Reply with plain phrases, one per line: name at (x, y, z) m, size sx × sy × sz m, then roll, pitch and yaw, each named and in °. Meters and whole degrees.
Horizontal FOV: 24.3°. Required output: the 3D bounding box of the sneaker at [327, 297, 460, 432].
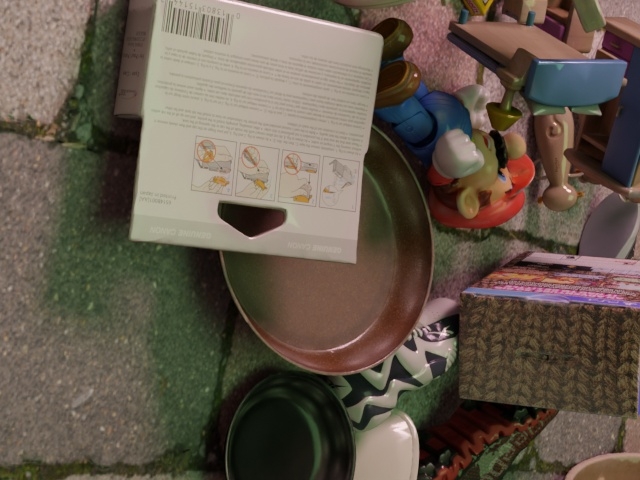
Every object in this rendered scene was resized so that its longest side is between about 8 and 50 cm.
sneaker at (0.087, 0.109, 1.829) m, size 0.235 × 0.094 × 0.153 m, roll -36°, pitch 131°, yaw -27°

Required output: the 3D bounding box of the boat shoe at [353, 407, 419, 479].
boat shoe at (0.035, 0.360, 1.843) m, size 0.099 × 0.116 × 0.320 m, roll 112°, pitch -3°, yaw -70°

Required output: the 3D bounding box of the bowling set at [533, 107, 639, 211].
bowling set at (0.451, -0.134, 2.127) m, size 0.200 × 0.287 × 0.154 m, roll -22°, pitch 107°, yaw -74°

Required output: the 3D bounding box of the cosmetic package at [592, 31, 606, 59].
cosmetic package at (0.501, -0.212, 2.230) m, size 0.239 × 0.098 × 0.060 m, roll 50°, pitch 61°, yaw -40°

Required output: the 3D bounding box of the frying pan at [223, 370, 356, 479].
frying pan at (-0.005, 0.299, 1.752) m, size 0.197 × 0.053 × 0.326 m, roll -50°, pitch 117°, yaw -33°

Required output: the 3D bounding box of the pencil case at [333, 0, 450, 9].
pencil case at (0.052, -0.459, 1.623) m, size 0.160 × 0.183 × 0.410 m, roll -31°, pitch 120°, yaw -39°

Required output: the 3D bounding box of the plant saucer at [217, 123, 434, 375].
plant saucer at (0.000, 0.000, 1.697) m, size 0.310 × 0.050 × 0.311 m, roll 6°, pitch 80°, yaw -37°

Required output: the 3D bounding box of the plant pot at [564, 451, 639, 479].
plant pot at (0.504, 0.533, 2.241) m, size 0.333 × 0.333 × 0.306 m, roll -13°, pitch 119°, yaw -46°

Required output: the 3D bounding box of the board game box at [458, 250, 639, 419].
board game box at (0.336, 0.115, 1.949) m, size 0.291 × 0.232 × 0.141 m, roll -23°, pitch 115°, yaw -63°

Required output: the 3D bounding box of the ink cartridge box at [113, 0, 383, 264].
ink cartridge box at (-0.078, -0.118, 1.584) m, size 0.296 × 0.066 × 0.261 m, roll 7°, pitch 91°, yaw -37°

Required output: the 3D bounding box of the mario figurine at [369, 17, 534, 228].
mario figurine at (0.176, -0.142, 1.830) m, size 0.320 × 0.170 × 0.198 m, roll 45°, pitch 62°, yaw -41°

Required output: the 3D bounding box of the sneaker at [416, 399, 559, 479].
sneaker at (0.212, 0.280, 1.976) m, size 0.276 × 0.097 × 0.135 m, roll -29°, pitch 126°, yaw -23°

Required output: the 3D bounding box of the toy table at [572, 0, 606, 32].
toy table at (0.261, -0.381, 1.691) m, size 0.161 × 0.252 × 0.274 m, roll 47°, pitch 38°, yaw -57°

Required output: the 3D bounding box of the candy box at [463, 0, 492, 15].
candy box at (0.229, -0.404, 1.945) m, size 0.105 × 0.027 × 0.206 m, roll 49°, pitch 61°, yaw -38°

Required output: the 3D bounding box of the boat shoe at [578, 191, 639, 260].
boat shoe at (0.431, 0.039, 2.215) m, size 0.076 × 0.080 × 0.229 m, roll 26°, pitch 78°, yaw -53°

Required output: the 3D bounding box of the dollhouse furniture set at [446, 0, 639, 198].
dollhouse furniture set at (0.265, -0.187, 1.889) m, size 0.303 × 0.286 × 0.198 m, roll -4°, pitch 119°, yaw -32°
